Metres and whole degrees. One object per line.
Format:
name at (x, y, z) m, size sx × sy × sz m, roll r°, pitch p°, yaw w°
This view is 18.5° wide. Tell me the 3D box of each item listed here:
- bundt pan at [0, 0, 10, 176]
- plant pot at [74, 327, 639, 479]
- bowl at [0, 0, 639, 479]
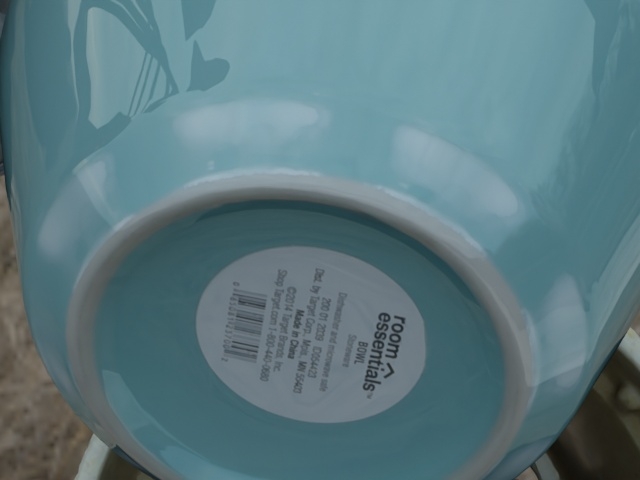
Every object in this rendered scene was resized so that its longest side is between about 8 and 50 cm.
bundt pan at (-0.318, -0.182, 1.350) m, size 0.330 × 0.331 × 0.124 m, roll 21°, pitch 5°, yaw 23°
plant pot at (0.049, 0.177, 1.098) m, size 0.333 × 0.334 × 0.305 m, roll 5°, pitch -4°, yaw 5°
bowl at (0.000, 0.000, 0.803) m, size 0.311 × 0.312 × 0.163 m, roll 6°, pitch 39°, yaw 6°
